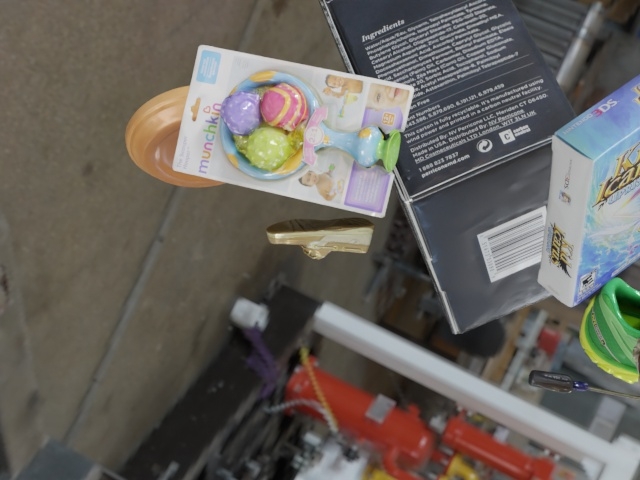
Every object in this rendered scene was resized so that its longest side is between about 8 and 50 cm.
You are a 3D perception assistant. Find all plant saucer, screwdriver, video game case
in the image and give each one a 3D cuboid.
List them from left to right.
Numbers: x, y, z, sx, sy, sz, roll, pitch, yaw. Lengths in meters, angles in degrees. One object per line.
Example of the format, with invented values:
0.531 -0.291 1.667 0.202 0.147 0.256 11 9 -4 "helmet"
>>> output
-0.154 -0.128 1.516 0.200 0.200 0.037 85 -4 -60 "plant saucer"
0.327 0.174 1.364 0.025 0.170 0.024 -96 -163 -65 "screwdriver"
0.363 -0.082 1.286 0.269 0.061 0.244 -34 143 -21 "video game case"

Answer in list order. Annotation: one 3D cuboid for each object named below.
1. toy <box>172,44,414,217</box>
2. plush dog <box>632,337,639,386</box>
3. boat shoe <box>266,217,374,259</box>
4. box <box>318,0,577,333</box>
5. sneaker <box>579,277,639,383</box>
-0.036 -0.115 1.178 0.056 0.237 0.137 7 96 -77 "toy"
0.427 0.128 1.139 0.225 0.211 0.262 -78 149 -48 "plush dog"
0.000 0.000 1.420 0.050 0.135 0.045 -125 -144 -66 "boat shoe"
0.241 -0.178 1.984 0.297 0.471 0.480 -24 147 3 "box"
0.440 0.127 1.322 0.109 0.295 0.123 -48 148 -45 "sneaker"
